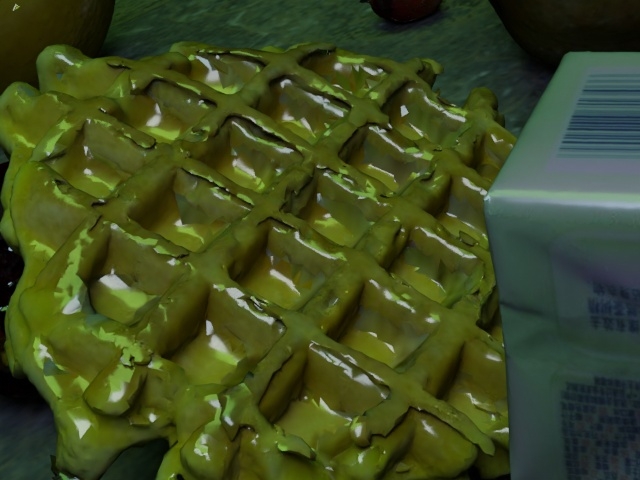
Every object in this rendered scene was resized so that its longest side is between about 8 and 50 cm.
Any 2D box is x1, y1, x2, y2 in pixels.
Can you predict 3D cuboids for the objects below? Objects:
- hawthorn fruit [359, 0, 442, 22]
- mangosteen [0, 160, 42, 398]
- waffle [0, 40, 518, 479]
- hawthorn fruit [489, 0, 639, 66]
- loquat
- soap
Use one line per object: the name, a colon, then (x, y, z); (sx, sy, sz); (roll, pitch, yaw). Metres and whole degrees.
hawthorn fruit: (0.086, -0.255, 1.195); (0.077, 0.077, 0.077); (-12, 32, 7)
mangosteen: (-0.192, 0.020, 0.820); (0.172, 0.173, 0.184); (-12, 13, 6)
waffle: (0.000, 0.000, 0.701); (0.379, 0.095, 0.382); (-5, 46, -24)
hawthorn fruit: (0.268, -0.293, 0.984); (0.300, 0.268, 0.268); (-14, 32, 5)
loquat: (-0.338, -0.268, 1.206); (0.274, 0.275, 0.275); (-12, 32, 7)
soap: (0.188, 0.024, 0.517); (0.199, 0.182, 0.138); (4, 36, 23)
